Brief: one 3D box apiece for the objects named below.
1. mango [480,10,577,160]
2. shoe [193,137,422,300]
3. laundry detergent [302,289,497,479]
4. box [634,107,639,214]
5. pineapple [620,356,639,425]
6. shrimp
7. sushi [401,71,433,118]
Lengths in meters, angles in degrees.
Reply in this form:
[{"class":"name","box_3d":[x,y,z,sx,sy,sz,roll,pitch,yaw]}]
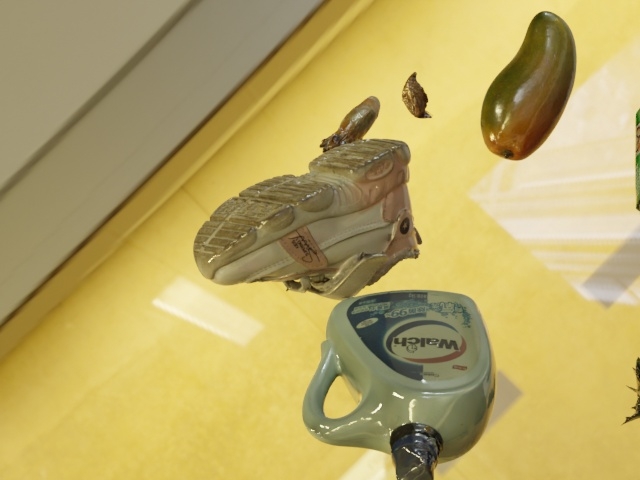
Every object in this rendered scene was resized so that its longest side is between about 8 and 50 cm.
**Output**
[{"class":"mango","box_3d":[0.399,-0.282,1.907,0.289,0.146,0.129,-57,-13,-3]},{"class":"shoe","box_3d":[0.001,0.001,1.447,0.351,0.198,0.172,-27,20,-16]},{"class":"laundry detergent","box_3d":[0.089,0.169,1.132,0.280,0.214,0.105,-76,-17,-58]},{"class":"box","box_3d":[0.563,-0.107,1.398,0.103,0.250,0.180,98,-177,-60]},{"class":"pineapple","box_3d":[0.618,0.285,1.606,0.119,0.277,0.130,-68,-20,-10]},{"class":"shrimp","box_3d":[0.041,-0.190,1.814,0.133,0.053,0.236,-32,13,32]},{"class":"sushi","box_3d":[0.197,-0.295,2.082,0.047,0.099,0.050,-26,17,-26]}]
